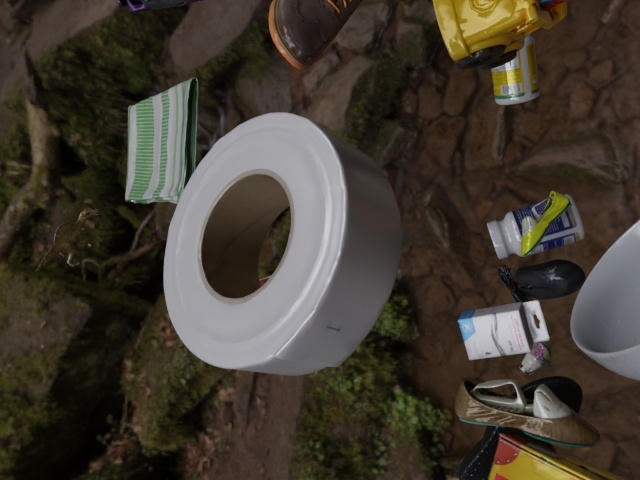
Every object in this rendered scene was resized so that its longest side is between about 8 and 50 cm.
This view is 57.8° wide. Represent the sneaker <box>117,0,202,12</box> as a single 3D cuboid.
[{"bbox_3d":[-0.214,-0.361,0.813,0.224,0.098,0.083,8,126,59],"label":"sneaker"}]

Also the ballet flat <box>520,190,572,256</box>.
[{"bbox_3d":[0.628,-0.055,1.668,0.077,0.231,0.077,44,165,4],"label":"ballet flat"}]

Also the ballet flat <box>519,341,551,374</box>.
[{"bbox_3d":[0.657,0.377,1.796,0.077,0.079,0.221,51,172,27],"label":"ballet flat"}]

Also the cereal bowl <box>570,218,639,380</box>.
[{"bbox_3d":[0.543,0.073,0.845,0.339,0.141,0.339,-50,2,2],"label":"cereal bowl"}]

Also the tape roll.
[{"bbox_3d":[-0.052,0.007,0.651,0.286,0.100,0.286,-15,66,37],"label":"tape roll"}]

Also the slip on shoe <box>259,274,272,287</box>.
[{"bbox_3d":[-0.134,0.142,1.313,0.101,0.331,0.123,-61,-36,-59],"label":"slip on shoe"}]

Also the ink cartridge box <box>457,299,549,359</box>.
[{"bbox_3d":[0.422,0.207,1.337,0.180,0.060,0.104,-15,95,29],"label":"ink cartridge box"}]

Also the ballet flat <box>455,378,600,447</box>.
[{"bbox_3d":[0.491,0.403,1.408,0.342,0.116,0.124,4,103,37],"label":"ballet flat"}]

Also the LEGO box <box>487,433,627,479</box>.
[{"bbox_3d":[0.581,0.692,1.224,0.500,0.193,0.372,16,88,50],"label":"LEGO box"}]

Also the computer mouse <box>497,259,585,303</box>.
[{"bbox_3d":[0.704,0.143,1.845,0.272,0.072,0.188,-24,103,50],"label":"computer mouse"}]

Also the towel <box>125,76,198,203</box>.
[{"bbox_3d":[-0.350,-0.199,1.248,0.325,0.038,0.247,3,90,53],"label":"towel"}]

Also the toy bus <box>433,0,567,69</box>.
[{"bbox_3d":[0.302,-0.367,0.882,0.211,0.220,0.149,-15,92,37],"label":"toy bus"}]

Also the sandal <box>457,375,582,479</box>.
[{"bbox_3d":[0.517,0.509,1.568,0.445,0.168,0.107,-57,9,23],"label":"sandal"}]

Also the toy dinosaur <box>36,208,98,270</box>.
[{"bbox_3d":[-0.525,0.008,1.190,0.092,0.053,0.183,90,-156,-52],"label":"toy dinosaur"}]

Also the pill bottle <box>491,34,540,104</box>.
[{"bbox_3d":[0.509,-0.474,1.531,0.118,0.118,0.208,19,128,57],"label":"pill bottle"}]

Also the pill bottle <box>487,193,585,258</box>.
[{"bbox_3d":[0.673,-0.036,1.825,0.265,0.153,0.153,-18,64,15],"label":"pill bottle"}]

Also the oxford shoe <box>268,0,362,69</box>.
[{"bbox_3d":[0.009,-0.453,1.083,0.133,0.130,0.363,-24,34,39],"label":"oxford shoe"}]
